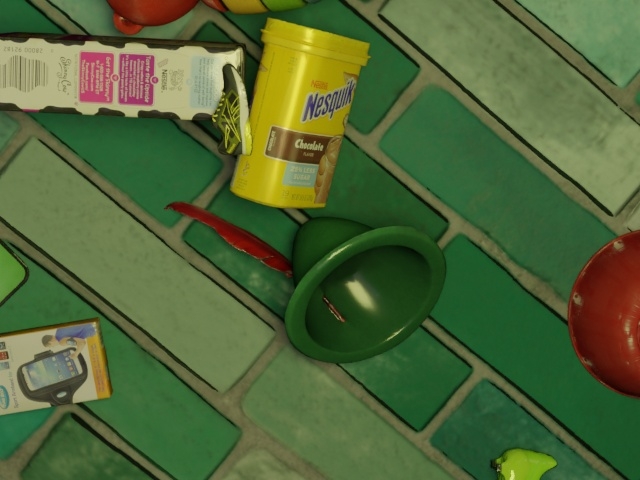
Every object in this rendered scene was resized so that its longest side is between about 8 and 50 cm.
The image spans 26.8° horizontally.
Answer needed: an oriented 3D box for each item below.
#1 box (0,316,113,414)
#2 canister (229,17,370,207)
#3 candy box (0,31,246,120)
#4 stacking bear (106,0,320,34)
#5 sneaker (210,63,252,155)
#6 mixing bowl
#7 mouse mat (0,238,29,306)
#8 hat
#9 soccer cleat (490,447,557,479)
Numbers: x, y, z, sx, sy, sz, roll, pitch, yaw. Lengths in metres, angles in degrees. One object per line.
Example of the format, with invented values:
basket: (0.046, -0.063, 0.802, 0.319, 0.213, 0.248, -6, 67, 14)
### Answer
box: (-0.286, 0.129, 1.363, 0.136, 0.028, 0.081, -10, 98, -2)
canister: (-0.021, -0.120, 1.292, 0.073, 0.126, 0.169, 19, 100, 26)
candy box: (-0.188, -0.155, 1.262, 0.234, 0.159, 0.071, 2, 100, -2)
stacking bear: (-0.074, -0.281, 1.253, 0.289, 0.164, 0.175, -15, 99, 11)
sneaker: (-0.080, -0.113, 1.177, 0.035, 0.031, 0.083, -10, 101, -5)
mixing bowl: (0.346, 0.083, 1.343, 0.182, 0.098, 0.181, 0, 98, -1)
mouse mat: (-0.409, 0.045, 1.358, 0.190, 0.007, 0.152, -44, 96, 3)
hat: (0.000, 0.000, 1.358, 0.173, 0.183, 0.208, -46, 138, 11)
soccer cleat: (0.209, 0.305, 1.388, 0.072, 0.060, 0.178, 4, 95, -4)
